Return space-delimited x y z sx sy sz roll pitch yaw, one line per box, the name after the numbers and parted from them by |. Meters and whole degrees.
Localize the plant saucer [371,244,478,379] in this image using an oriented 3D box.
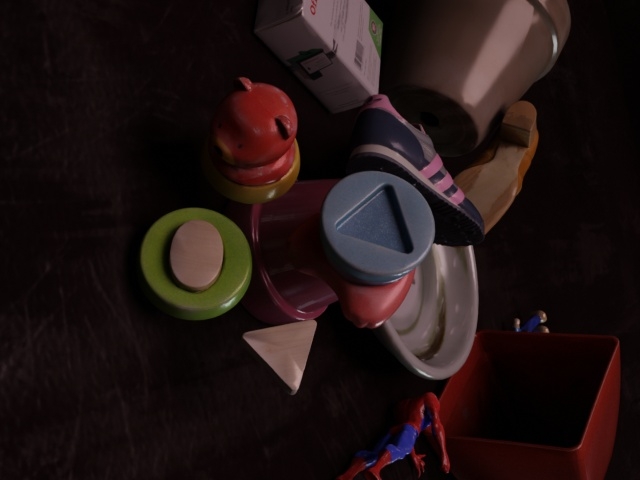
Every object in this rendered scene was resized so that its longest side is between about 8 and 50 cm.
0.125 0.024 1.558 0.400 0.100 0.400 29 55 -52 | plant saucer

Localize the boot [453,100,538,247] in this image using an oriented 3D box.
0.292 -0.079 1.681 0.295 0.104 0.211 -59 163 -16 | boot

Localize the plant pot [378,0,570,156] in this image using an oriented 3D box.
0.234 -0.312 1.716 0.323 0.323 0.280 49 58 -38 | plant pot

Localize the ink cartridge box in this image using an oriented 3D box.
0.002 -0.324 1.495 0.219 0.092 0.160 41 46 -45 | ink cartridge box

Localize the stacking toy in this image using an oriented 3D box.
-0.042 -0.014 1.089 0.309 0.130 0.279 35 63 7 | stacking toy

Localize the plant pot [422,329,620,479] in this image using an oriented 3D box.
0.366 0.331 1.678 0.267 0.267 0.236 -52 131 -43 | plant pot

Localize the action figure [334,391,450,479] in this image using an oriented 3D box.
0.131 0.327 1.466 0.139 0.091 0.280 64 33 -10 | action figure

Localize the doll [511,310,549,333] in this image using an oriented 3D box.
0.416 0.214 2.020 0.189 0.046 0.129 -44 126 -49 | doll

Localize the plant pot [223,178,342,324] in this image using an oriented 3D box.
0.000 0.000 1.284 0.201 0.180 0.201 29 54 -51 | plant pot

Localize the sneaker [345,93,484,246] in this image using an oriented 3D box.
0.154 -0.097 1.446 0.319 0.112 0.131 38 50 -47 | sneaker

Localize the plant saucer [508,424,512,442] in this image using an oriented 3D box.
0.412 0.403 1.948 0.278 0.041 0.278 31 53 -51 | plant saucer
